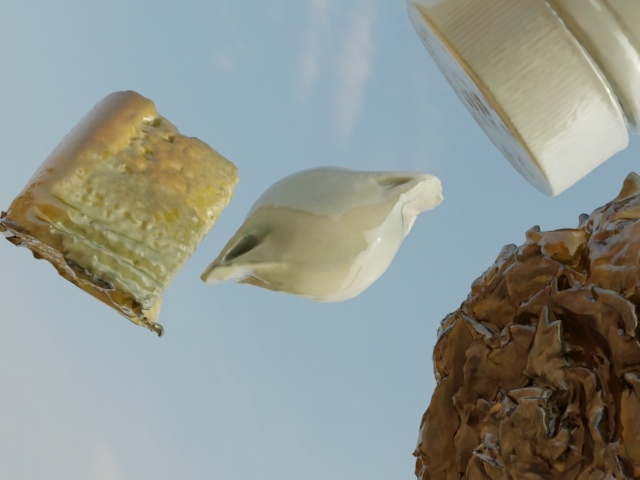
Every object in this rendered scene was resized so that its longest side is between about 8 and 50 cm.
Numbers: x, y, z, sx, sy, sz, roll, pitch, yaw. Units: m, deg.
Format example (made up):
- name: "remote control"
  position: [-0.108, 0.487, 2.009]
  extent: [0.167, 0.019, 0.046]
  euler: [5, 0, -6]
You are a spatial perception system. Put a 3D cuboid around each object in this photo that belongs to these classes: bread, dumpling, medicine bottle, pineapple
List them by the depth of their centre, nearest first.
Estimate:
- name: "pineapple"
  position: [0.099, 0.077, 0.391]
  extent: [0.225, 0.076, 0.224]
  euler: [-18, -112, 57]
- name: "bread"
  position: [-0.158, 0.010, 0.763]
  extent: [0.140, 0.169, 0.160]
  euler: [34, -51, -3]
- name: "medicine bottle"
  position: [0.236, -0.198, 0.766]
  extent: [0.190, 0.332, 0.190]
  euler: [49, 10, -11]
- name: "dumpling"
  position: [0.000, 0.000, 0.981]
  extent: [0.151, 0.229, 0.124]
  euler: [105, -31, -74]
